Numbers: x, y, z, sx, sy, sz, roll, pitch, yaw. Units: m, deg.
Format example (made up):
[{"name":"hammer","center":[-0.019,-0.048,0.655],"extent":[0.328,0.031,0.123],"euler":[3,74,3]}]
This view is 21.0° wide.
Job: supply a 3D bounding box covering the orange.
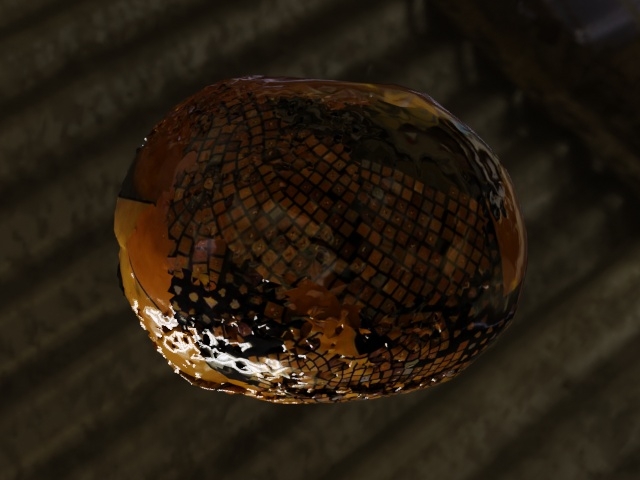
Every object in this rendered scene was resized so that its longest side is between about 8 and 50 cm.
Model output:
[{"name":"orange","center":[0.000,0.000,0.953],"extent":[0.234,0.234,0.182],"euler":[8,-95,-10]}]
